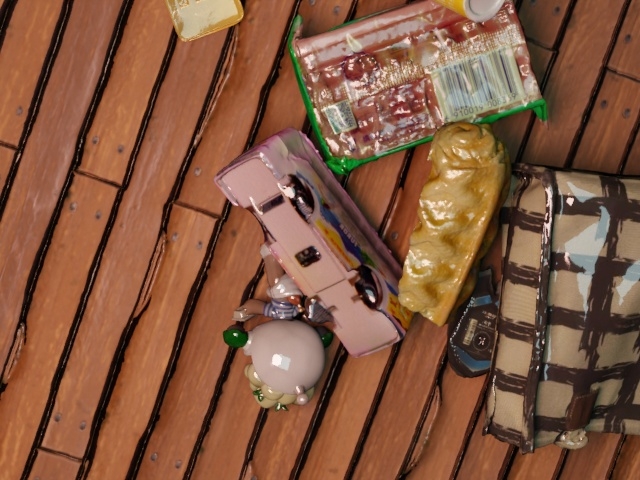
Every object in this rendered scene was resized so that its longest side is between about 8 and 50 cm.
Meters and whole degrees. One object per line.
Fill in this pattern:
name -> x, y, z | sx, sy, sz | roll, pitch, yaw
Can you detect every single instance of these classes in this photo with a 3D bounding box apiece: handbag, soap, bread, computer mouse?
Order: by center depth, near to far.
bread -> 0.155, -0.017, 1.218 | 0.088, 0.128, 0.232 | 25, 113, 34
soap -> 0.115, -0.189, 1.253 | 0.273, 0.098, 0.218 | -19, 97, -1
handbag -> 0.361, 0.080, 1.259 | 0.325, 0.162, 0.327 | 5, 97, -12
handbag -> -0.135, -0.271, 1.263 | 0.083, 0.027, 0.061 | -20, 98, 0
computer mouse -> 0.190, 0.100, 1.313 | 0.079, 0.047, 0.135 | 19, 90, -21

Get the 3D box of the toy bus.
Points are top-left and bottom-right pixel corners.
toy bus -> 0.000, 0.000, 1.240 | 0.090, 0.112, 0.274 | -26, 108, 35

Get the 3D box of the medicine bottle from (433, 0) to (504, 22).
medicine bottle -> 0.107, -0.305, 1.185 | 0.074, 0.218, 0.074 | -24, 133, -28

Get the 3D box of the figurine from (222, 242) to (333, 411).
figurine -> -0.047, 0.103, 1.276 | 0.147, 0.093, 0.197 | 4, 68, -33
